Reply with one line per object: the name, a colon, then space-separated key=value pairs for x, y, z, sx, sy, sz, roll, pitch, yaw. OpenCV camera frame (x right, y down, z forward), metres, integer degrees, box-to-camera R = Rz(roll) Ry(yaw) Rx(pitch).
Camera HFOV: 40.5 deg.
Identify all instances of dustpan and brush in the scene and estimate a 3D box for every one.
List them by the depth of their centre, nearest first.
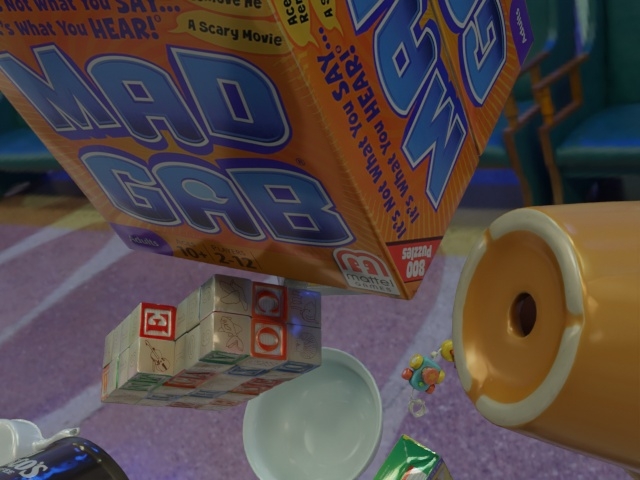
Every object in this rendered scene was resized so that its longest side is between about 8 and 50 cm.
dustpan and brush: x=-0.463 y=0.329 z=1.359 sx=0.211 sy=0.060 sz=0.147 roll=-31 pitch=47 yaw=27

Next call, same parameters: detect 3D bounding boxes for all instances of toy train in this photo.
toy train: x=0.216 y=0.222 z=1.394 sx=0.166 sy=0.125 sz=0.046 roll=-18 pitch=10 yaw=-12

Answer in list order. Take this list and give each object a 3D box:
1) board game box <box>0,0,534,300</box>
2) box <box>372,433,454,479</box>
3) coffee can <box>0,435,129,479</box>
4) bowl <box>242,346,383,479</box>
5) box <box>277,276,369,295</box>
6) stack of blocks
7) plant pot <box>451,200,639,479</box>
board game box: x=-0.052 y=-0.213 z=0.817 sx=0.356 sy=0.357 sz=0.356 roll=9 pitch=55 yaw=33
box: x=0.077 y=0.247 z=0.740 sx=0.043 sy=0.179 sz=0.105 roll=26 pitch=70 yaw=30
coffee can: x=-0.325 y=0.330 z=0.822 sx=0.201 sy=0.202 sz=0.275 roll=4 pitch=13 yaw=39
bowl: x=0.006 y=0.371 z=1.715 sx=0.297 sy=0.134 sz=0.298 roll=-11 pitch=62 yaw=22
box: x=0.000 y=0.000 z=1.601 sx=0.183 sy=0.056 sz=0.231 roll=0 pitch=44 yaw=-15
stack of blocks: x=-0.140 y=0.130 z=1.033 sx=0.171 sy=0.087 sz=0.297 roll=10 pitch=-24 yaw=-26
plant pot: x=0.193 y=0.057 z=0.535 sx=0.187 sy=0.205 sz=0.205 roll=8 pitch=15 yaw=-22
